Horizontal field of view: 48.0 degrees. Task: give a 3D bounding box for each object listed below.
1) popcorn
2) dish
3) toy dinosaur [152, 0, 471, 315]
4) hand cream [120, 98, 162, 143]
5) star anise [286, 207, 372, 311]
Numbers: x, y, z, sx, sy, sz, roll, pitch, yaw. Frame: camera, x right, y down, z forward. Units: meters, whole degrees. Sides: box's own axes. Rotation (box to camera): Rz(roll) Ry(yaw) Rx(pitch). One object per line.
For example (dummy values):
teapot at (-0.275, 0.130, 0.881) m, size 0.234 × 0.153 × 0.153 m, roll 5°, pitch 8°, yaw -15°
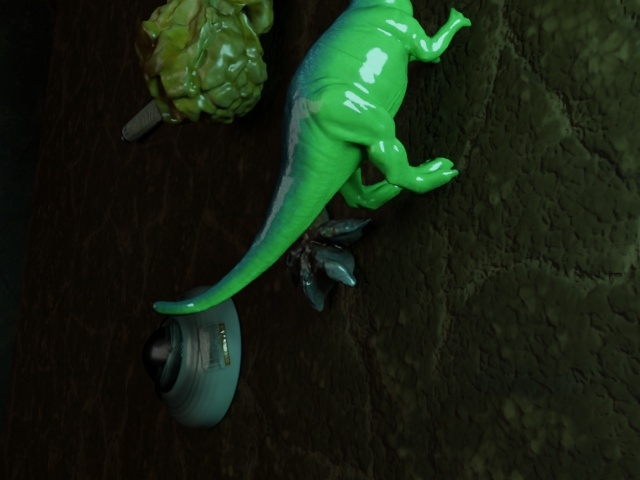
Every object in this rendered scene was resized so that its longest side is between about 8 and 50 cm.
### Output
popcorn at (-0.202, -0.357, 1.327) m, size 0.265 × 0.225 × 0.332 m, roll 30°, pitch 86°, yaw 41°
dish at (-0.268, 0.213, 1.348) m, size 0.273 × 0.134 × 0.273 m, roll -22°, pitch 63°, yaw 53°
toy dinosaur at (-0.029, -0.168, 0.840) m, size 0.144 × 0.500 × 0.374 m, roll 14°, pitch 129°, yaw 65°
hand cream at (-0.440, -0.306, 1.821) m, size 0.234 × 0.050 × 0.080 m, roll -23°, pitch 63°, yaw 47°
star anise at (-0.006, 0.014, 1.062) m, size 0.208 × 0.063 × 0.172 m, roll 40°, pitch 117°, yaw 53°
